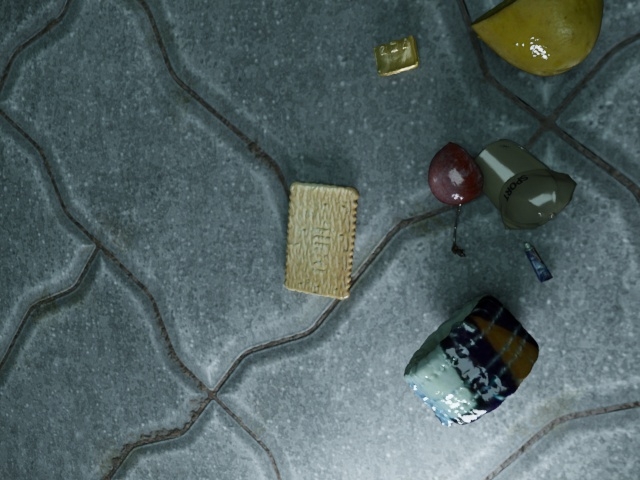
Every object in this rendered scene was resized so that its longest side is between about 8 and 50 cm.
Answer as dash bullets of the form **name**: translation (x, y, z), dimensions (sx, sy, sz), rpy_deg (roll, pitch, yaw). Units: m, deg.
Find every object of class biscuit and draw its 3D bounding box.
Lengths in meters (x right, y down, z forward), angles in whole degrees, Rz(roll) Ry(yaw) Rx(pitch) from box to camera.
- **biscuit**: translation (0.000, 0.000, 1.099), dimensions (0.160, 0.030, 0.250), rpy_deg (7, 102, 19)

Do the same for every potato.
- **potato**: translation (0.377, -0.354, 0.834), dimensions (0.203, 0.178, 0.158), rpy_deg (-31, 104, -1)

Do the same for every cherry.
- **cherry**: translation (0.265, -0.075, 0.952), dimensions (0.107, 0.090, 0.226), rpy_deg (1, 112, 55)

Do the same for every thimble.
- **thimble**: translation (0.273, 0.222, 0.932), dimensions (0.150, 0.237, 0.237), rpy_deg (47, 112, 10)

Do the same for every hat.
- **hat**: translation (0.355, -0.101, 0.918), dimensions (0.175, 0.085, 0.147), rpy_deg (43, 112, 7)

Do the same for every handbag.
- **handbag**: translation (0.148, -0.361, 0.980), dimensions (0.083, 0.027, 0.061), rpy_deg (-8, 98, 23)

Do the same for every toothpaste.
- **toothpaste**: translation (0.413, 0.041, 0.958), dimensions (0.027, 0.019, 0.083), rpy_deg (-29, 90, -1)
